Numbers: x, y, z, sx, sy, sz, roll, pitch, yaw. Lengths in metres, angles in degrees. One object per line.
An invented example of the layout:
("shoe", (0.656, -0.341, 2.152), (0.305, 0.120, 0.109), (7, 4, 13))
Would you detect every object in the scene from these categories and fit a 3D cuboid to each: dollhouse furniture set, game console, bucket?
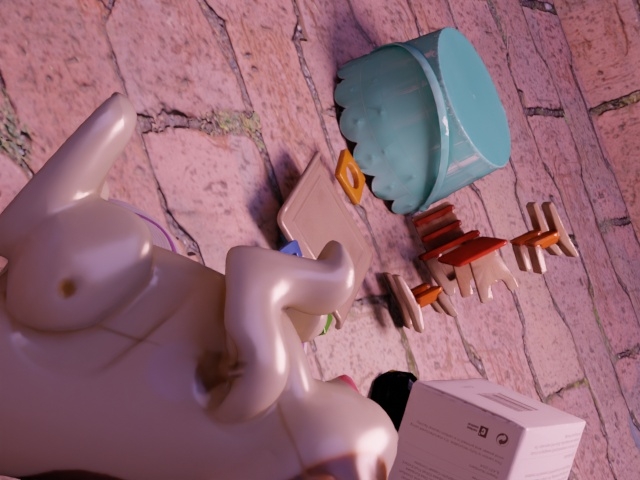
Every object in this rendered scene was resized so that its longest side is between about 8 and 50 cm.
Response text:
("dollhouse furniture set", (0.217, 0.015, 1.929), (0.135, 0.262, 0.259), (65, -6, -4))
("game console", (0.187, 0.354, 1.785), (0.361, 0.044, 0.213), (45, 35, -22))
("bucket", (0.169, -0.196, 2.023), (0.281, 0.183, 0.281), (41, 37, -41))

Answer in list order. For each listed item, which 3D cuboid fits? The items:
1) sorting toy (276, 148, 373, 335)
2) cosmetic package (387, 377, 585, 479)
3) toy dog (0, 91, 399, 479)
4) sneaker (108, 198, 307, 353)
("sorting toy", (0.000, 0.000, 1.737), (0.196, 0.047, 0.348), (63, 28, -21))
("cosmetic package", (0.159, 0.357, 1.469), (0.197, 0.155, 0.366), (11, 99, -59))
("toy dog", (-0.114, 0.140, 1.050), (0.408, 0.284, 0.395), (37, 59, -2))
("sneaker", (-0.170, 0.074, 1.316), (0.305, 0.152, 0.114), (35, 46, -13))
